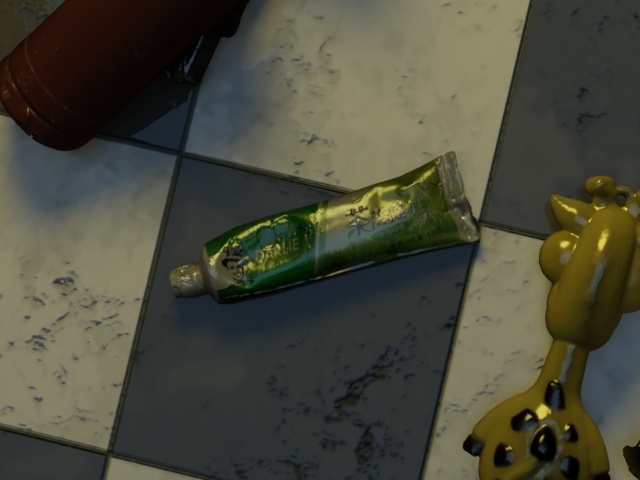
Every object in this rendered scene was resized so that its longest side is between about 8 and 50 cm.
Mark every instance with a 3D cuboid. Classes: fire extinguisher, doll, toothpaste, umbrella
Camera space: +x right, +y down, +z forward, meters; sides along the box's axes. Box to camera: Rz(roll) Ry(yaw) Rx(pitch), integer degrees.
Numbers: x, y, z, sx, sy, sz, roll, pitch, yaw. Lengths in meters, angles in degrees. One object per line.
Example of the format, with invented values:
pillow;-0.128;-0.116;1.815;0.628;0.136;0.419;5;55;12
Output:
fire extinguisher;-0.134;-0.184;1.428;0.269;0.105;0.105;-38;85;25
doll;0.191;0.093;1.449;0.117;0.086;0.291;16;91;1
toothpaste;0.000;0.000;1.488;0.248;0.047;0.078;-16;89;2
umbrella;-0.064;-0.232;1.495;0.066;0.059;0.235;23;88;28

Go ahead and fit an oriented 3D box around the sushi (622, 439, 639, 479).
sushi;0.368;0.121;1.427;0.291;0.139;0.131;-37;105;3
